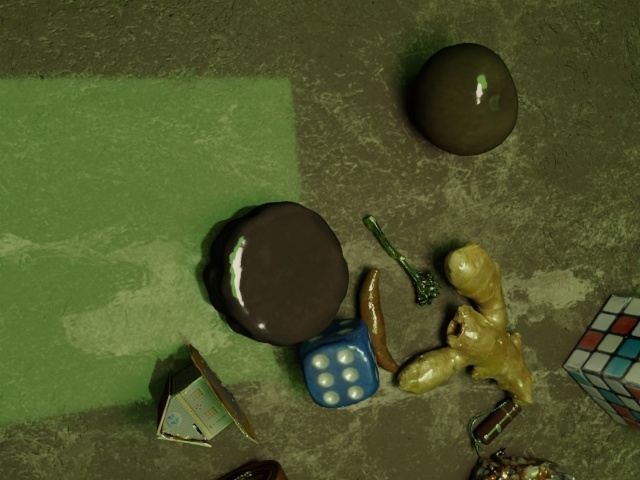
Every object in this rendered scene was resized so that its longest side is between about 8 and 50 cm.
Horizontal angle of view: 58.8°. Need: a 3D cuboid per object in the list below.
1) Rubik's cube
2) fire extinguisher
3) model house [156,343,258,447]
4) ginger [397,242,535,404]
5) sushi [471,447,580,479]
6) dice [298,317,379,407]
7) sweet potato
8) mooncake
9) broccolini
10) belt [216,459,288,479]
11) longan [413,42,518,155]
[{"bbox_3d":[0.821,0.316,1.398,0.259,0.253,0.256,46,77,-16],"label":"Rubik's cube"},{"bbox_3d":[0.413,0.438,1.365,0.157,0.045,0.078,-39,93,-14],"label":"fire extinguisher"},{"bbox_3d":[-0.231,0.321,1.044,0.135,0.219,0.207,-36,102,-10],"label":"model house"},{"bbox_3d":[0.376,0.207,1.310,0.348,0.122,0.363,17,88,-25],"label":"ginger"},{"bbox_3d":[0.475,0.703,1.320,0.417,0.176,0.418,0,91,-20],"label":"sushi"},{"bbox_3d":[0.038,0.246,1.156,0.146,0.146,0.143,-15,101,7],"label":"dice"},{"bbox_3d":[0.120,0.188,1.248,0.078,0.058,0.256,-22,103,-38],"label":"sweet potato"},{"bbox_3d":[-0.087,0.065,1.126,0.282,0.141,0.283,-1,92,-29],"label":"mooncake"},{"bbox_3d":[0.188,0.042,1.271,0.254,0.057,0.071,51,32,-17],"label":"broccolini"},{"bbox_3d":[-0.170,0.535,1.082,0.261,0.184,0.105,-27,101,-18],"label":"belt"},{"bbox_3d":[0.308,-0.298,1.203,0.248,0.248,0.249,0,91,-20],"label":"longan"}]
